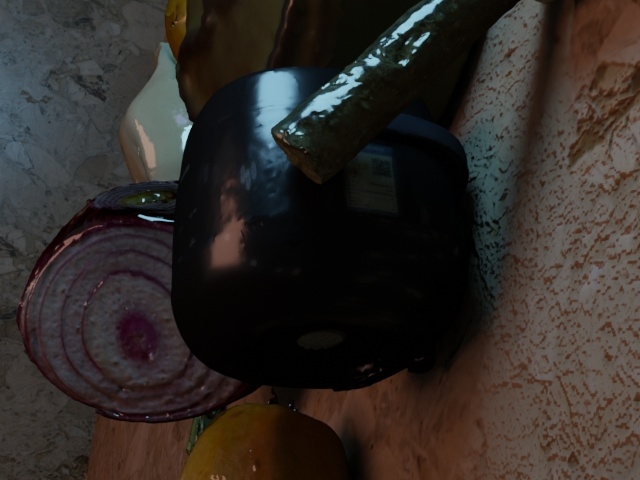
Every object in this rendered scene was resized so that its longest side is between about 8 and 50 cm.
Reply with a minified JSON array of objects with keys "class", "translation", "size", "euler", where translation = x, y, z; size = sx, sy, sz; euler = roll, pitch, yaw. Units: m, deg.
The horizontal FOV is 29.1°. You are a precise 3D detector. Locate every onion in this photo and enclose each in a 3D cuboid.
[{"class":"onion","translation":[-0.185,0.057,1.514],"size":[0.260,0.336,0.282],"euler":[-66,-36,-68]}]

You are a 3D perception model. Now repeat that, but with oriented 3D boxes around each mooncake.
[{"class":"mooncake","translation":[0.006,-0.264,1.228],"size":[0.393,0.246,0.394],"euler":[-137,56,-65]}]

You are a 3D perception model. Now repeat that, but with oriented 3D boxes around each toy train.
[{"class":"toy train","translation":[-0.170,0.260,1.855],"size":[0.071,0.038,0.148],"euler":[-171,93,-74]}]

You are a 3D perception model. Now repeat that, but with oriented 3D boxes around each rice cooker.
[{"class":"rice cooker","translation":[0.000,0.000,1.045],"size":[0.267,0.267,0.224],"euler":[124,146,-55]}]

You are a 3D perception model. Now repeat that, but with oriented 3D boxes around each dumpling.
[{"class":"dumpling","translation":[-0.196,-0.117,2.020],"size":[0.315,0.233,0.395],"euler":[67,-175,-56]}]

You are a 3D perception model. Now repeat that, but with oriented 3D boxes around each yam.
[{"class":"yam","translation":[0.077,-0.148,0.936],"size":[0.274,0.061,0.061],"euler":[-42,10,-12]}]

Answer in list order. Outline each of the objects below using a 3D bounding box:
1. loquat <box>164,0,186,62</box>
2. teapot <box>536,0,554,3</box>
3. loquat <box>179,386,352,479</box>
[{"class":"loquat","translation":[-0.077,-0.278,1.540],"size":[0.235,0.235,0.235],"euler":[-169,90,-75]},{"class":"teapot","translation":[0.195,-0.247,0.842],"size":[0.107,0.077,0.200],"euler":[-63,11,-16]},{"class":"loquat","translation":[-0.057,0.261,1.215],"size":[0.187,0.176,0.234],"euler":[-20,62,53]}]
